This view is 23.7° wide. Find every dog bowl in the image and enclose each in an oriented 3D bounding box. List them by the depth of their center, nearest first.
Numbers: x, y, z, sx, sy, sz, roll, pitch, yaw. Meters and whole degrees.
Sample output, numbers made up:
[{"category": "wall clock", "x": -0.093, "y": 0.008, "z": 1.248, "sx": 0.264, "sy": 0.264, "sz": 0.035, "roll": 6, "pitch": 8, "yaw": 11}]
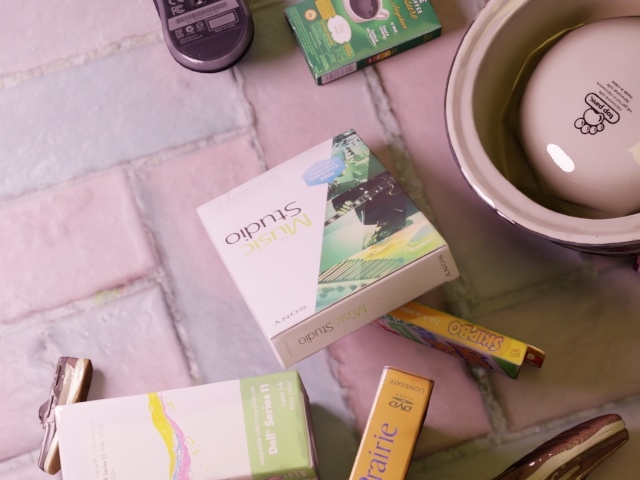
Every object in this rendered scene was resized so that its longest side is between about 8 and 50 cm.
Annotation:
[{"category": "dog bowl", "x": 0.367, "y": -0.160, "z": 1.867, "sx": 0.408, "sy": 0.150, "sz": 0.408, "roll": -8, "pitch": 68, "yaw": 19}]

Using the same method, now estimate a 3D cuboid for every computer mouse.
[{"category": "computer mouse", "x": -0.154, "y": -0.324, "z": 2.042, "sx": 0.188, "sy": 0.072, "sz": 0.272, "roll": -15, "pitch": 61, "yaw": 1}]

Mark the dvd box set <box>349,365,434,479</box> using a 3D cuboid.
[{"category": "dvd box set", "x": 0.034, "y": 0.369, "z": 1.697, "sx": 0.062, "sy": 0.307, "sz": 0.420, "roll": 17, "pitch": 75, "yaw": 6}]

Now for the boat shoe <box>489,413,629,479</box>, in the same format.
[{"category": "boat shoe", "x": 0.265, "y": 0.305, "z": 1.822, "sx": 0.257, "sy": 0.095, "sz": 0.095, "roll": -31, "pitch": 88, "yaw": 0}]

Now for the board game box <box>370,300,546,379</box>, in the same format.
[{"category": "board game box", "x": 0.146, "y": 0.110, "z": 1.860, "sx": 0.259, "sy": 0.124, "sz": 0.039, "roll": 18, "pitch": 79, "yaw": 9}]

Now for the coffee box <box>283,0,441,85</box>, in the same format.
[{"category": "coffee box", "x": 0.058, "y": -0.290, "z": 2.028, "sx": 0.184, "sy": 0.040, "sz": 0.113, "roll": -24, "pitch": 74, "yaw": -3}]

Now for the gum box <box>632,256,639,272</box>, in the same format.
[{"category": "gum box", "x": 0.464, "y": -0.035, "z": 1.915, "sx": 0.107, "sy": 0.062, "sz": 0.188, "roll": 13, "pitch": 75, "yaw": 8}]

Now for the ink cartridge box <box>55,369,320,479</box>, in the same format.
[{"category": "ink cartridge box", "x": -0.185, "y": 0.249, "z": 1.796, "sx": 0.353, "sy": 0.207, "sz": 0.119, "roll": -9, "pitch": 75, "yaw": 0}]

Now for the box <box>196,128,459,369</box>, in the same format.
[{"category": "box", "x": 0.000, "y": 0.000, "z": 1.843, "sx": 0.232, "sy": 0.058, "sz": 0.322, "roll": -28, "pitch": 36, "yaw": -5}]

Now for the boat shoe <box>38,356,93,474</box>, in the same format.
[{"category": "boat shoe", "x": -0.326, "y": 0.216, "z": 1.899, "sx": 0.049, "sy": 0.056, "sz": 0.152, "roll": 11, "pitch": 65, "yaw": 12}]
